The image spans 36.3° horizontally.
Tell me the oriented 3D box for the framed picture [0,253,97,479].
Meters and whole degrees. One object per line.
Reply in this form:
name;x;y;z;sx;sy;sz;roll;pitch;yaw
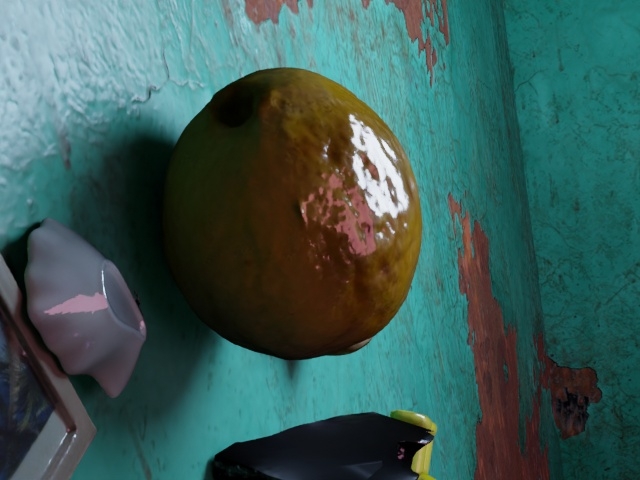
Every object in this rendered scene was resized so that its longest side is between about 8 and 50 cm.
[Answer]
framed picture;-0.219;0.122;0.448;0.315;0.024;0.232;-69;148;-50

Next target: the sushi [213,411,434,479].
sushi;0.012;0.252;0.871;0.172;0.153;0.151;-19;118;-59

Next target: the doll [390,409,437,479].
doll;0.091;0.379;1.089;0.199;0.145;0.363;44;53;-68

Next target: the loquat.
loquat;-0.019;-0.018;0.770;0.238;0.193;0.238;-8;90;-76

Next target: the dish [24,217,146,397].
dish;-0.139;0.046;0.622;0.137;0.039;0.091;66;12;-46

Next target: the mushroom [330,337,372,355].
mushroom;-0.003;0.001;0.954;0.108;0.096;0.247;-59;146;-57
